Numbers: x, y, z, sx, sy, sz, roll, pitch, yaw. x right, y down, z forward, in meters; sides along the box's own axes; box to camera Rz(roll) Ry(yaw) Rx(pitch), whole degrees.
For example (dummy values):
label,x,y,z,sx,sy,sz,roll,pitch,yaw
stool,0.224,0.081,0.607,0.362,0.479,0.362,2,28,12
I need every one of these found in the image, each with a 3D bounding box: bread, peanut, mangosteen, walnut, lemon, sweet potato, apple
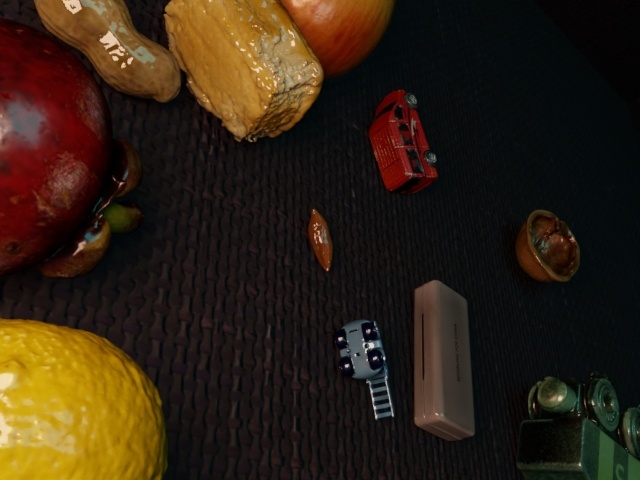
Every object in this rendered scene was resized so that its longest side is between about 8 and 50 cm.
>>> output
label,x,y,z,sx,sy,sz,roll,pitch,yaw
bread,-0.108,-0.259,0.831,0.121,0.174,0.245,-22,78,-47
peanut,-0.248,-0.240,0.736,0.193,0.089,0.089,45,41,-27
mangosteen,-0.258,-0.061,0.531,0.257,0.215,0.215,42,37,-54
walnut,0.500,0.025,1.400,0.167,0.087,0.211,53,44,0
lemon,-0.216,0.154,0.444,0.231,0.192,0.192,31,47,-40
sweet potato,0.000,0.000,0.906,0.034,0.034,0.095,-4,82,-49
apple,-0.013,-0.391,0.966,0.286,0.233,0.286,28,46,-33

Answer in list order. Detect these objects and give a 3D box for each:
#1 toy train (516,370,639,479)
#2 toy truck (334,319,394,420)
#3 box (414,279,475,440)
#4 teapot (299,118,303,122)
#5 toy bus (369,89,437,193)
label,x,y,z,sx,sy,sz,roll,pitch,yaw
toy train,0.483,0.382,1.119,0.299,0.167,0.238,38,54,-24
toy truck,0.067,0.179,0.853,0.074,0.063,0.136,28,49,-61
box,0.197,0.189,0.990,0.103,0.055,0.244,33,46,-32
teapot,-0.054,-0.215,0.967,0.100,0.045,0.068,-67,145,-65
toy bus,0.144,-0.187,1.144,0.089,0.081,0.195,-2,70,-38
